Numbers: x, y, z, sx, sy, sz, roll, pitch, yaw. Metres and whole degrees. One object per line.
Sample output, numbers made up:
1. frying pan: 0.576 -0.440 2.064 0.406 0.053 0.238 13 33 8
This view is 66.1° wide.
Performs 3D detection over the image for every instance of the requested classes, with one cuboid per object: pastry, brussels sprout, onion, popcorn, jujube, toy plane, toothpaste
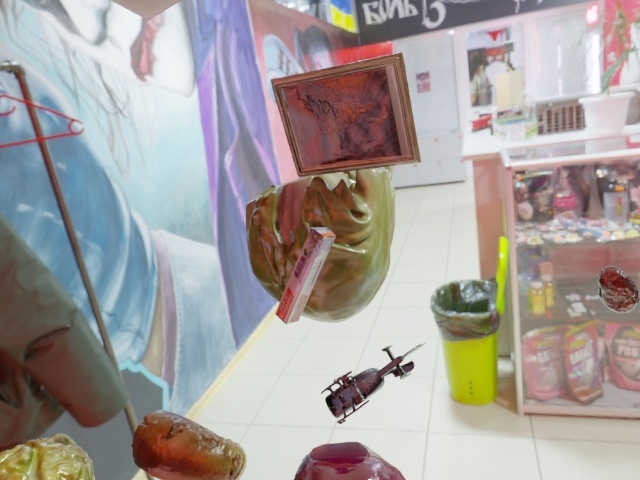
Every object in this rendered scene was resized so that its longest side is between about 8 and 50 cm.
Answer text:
1. pastry: -0.376 0.611 1.425 0.356 0.356 0.163 3 63 38
2. brussels sprout: 0.011 0.015 1.209 0.342 0.361 0.425 -22 10 -32
3. onion: 0.064 0.334 0.610 0.218 0.139 0.195 -4 -3 5
4. popcorn: -0.670 0.614 1.151 0.247 0.282 0.282 18 29 31
5. jujube: 0.621 0.100 1.035 0.077 0.129 0.077 -26 42 26
6. toy plane: 0.133 0.393 1.369 0.381 0.106 0.155 -45 -23 25
7. toothpaste: -0.028 0.066 0.921 0.040 0.196 0.047 38 26 33

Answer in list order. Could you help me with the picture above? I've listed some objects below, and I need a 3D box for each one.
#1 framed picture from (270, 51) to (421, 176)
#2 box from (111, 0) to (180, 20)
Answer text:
1. framed picture: 0.047 -0.234 0.969 0.273 0.216 0.016 -4 29 24
2. box: -0.236 -0.482 0.536 0.300 0.312 0.314 17 -2 -38
